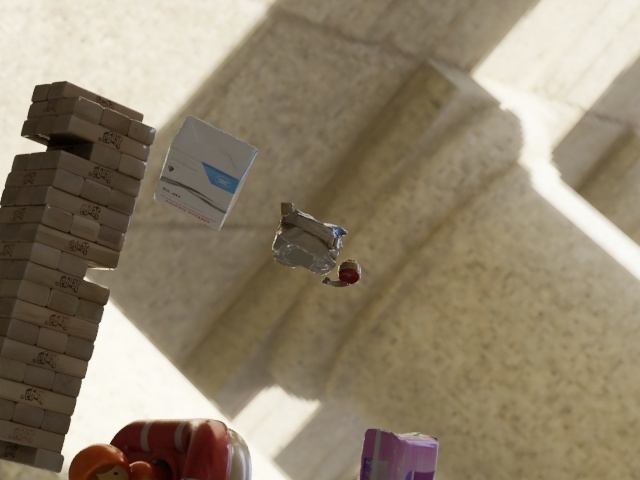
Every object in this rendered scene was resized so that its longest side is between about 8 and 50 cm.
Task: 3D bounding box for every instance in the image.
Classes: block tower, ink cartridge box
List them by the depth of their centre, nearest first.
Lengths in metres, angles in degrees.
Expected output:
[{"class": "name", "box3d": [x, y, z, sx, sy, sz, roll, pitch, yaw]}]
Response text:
[{"class": "block tower", "box3d": [-0.244, 0.029, 1.275, 0.097, 0.091, 0.336, 21, 77, -38]}, {"class": "ink cartridge box", "box3d": [-0.159, -0.080, 1.932, 0.060, 0.104, 0.180, -65, -178, -31]}]

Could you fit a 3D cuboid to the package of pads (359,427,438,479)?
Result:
[{"class": "package of pads", "box3d": [0.046, 0.160, 0.894, 0.050, 0.032, 0.083, 14, 81, -48]}]

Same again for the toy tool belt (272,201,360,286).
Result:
[{"class": "toy tool belt", "box3d": [0.000, 0.000, 1.225, 0.052, 0.083, 0.051, -45, -152, 47]}]

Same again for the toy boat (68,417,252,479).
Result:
[{"class": "toy boat", "box3d": [-0.174, 0.238, 1.392, 0.151, 0.231, 0.151, 23, 69, -36]}]
